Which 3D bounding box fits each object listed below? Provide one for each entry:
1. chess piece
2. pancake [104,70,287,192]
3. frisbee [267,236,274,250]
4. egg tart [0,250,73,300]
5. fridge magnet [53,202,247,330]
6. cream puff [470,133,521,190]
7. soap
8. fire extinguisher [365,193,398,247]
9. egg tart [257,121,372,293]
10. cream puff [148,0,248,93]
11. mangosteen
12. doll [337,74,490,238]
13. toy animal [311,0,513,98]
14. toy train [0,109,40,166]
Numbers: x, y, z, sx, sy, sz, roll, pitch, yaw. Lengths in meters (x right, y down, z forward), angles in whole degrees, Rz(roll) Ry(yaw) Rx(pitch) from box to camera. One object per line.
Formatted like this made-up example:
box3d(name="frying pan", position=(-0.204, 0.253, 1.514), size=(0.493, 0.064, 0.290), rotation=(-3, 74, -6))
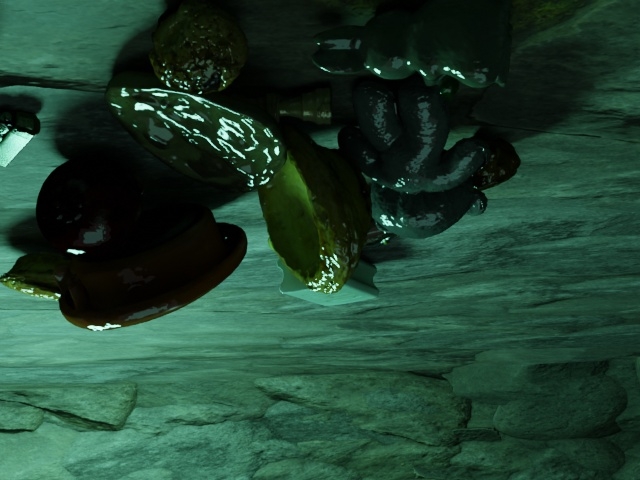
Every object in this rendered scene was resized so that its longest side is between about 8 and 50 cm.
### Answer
box3d(name="chess piece", position=(-0.067, -0.198, 1.228), size=(0.172, 0.060, 0.060), rotation=(-2, 160, -1))
box3d(name="pancake", position=(-0.178, -0.158, 1.221), size=(0.294, 0.049, 0.294), rotation=(14, 158, 6))
box3d(name="frisbee", position=(0.000, 0.000, 1.838), size=(0.236, 0.017, 0.236), rotation=(-3, 160, -1))
box3d(name="egg tart", position=(-0.545, 0.076, 1.778), size=(0.297, 0.132, 0.297), rotation=(5, 169, 1))
box3d(name="fridge magnet", position=(-0.310, 0.044, 1.518), size=(0.363, 0.155, 0.363), rotation=(-16, -159, 6))
box3d(name="cream puff", position=(0.281, -0.136, 1.426), size=(0.116, 0.094, 0.122), rotation=(-27, 176, 40))
box3d(name="soap", position=(0.024, 0.091, 1.945), size=(0.159, 0.088, 0.265), rotation=(-10, 166, 19))
box3d(name="fire extinguisher", position=(0.084, -0.032, 1.618), size=(0.341, 0.105, 0.141), rotation=(-15, -170, 24))
box3d(name="egg tart", position=(-0.004, -0.059, 1.332), size=(0.123, 0.294, 0.294), rotation=(-19, 166, -22))
box3d(name="cream puff", position=(-0.150, -0.239, 1.032), size=(0.119, 0.104, 0.133), rotation=(11, 155, -21))
box3d(name="mangosteen", position=(-0.381, -0.058, 1.399), size=(0.199, 0.200, 0.200), rotation=(-4, 160, -1))
box3d(name="doll", position=(0.157, -0.145, 1.332), size=(0.245, 0.158, 0.340), rotation=(-1, 134, 22))
box3d(name="toy animal", position=(0.119, -0.256, 1.055), size=(0.251, 0.127, 0.125), rotation=(5, 175, 15))
box3d(name="toy train", position=(-0.490, -0.156, 1.270), size=(0.071, 0.038, 0.148), rotation=(12, 155, -37))
